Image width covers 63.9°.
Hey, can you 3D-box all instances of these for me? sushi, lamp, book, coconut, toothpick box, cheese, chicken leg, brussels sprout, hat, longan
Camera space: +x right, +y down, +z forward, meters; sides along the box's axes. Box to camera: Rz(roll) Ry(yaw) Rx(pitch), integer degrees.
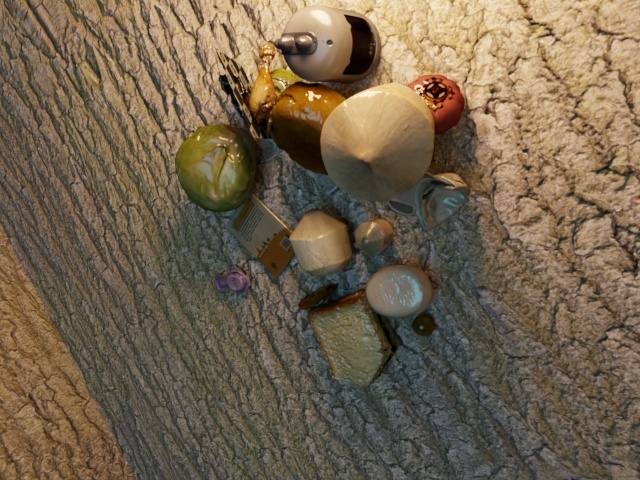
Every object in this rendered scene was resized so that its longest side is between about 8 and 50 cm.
[{"bbox_3d":[-0.268,-0.460,1.699,0.059,0.292,0.293,-21,95,11],"label":"sushi"},{"bbox_3d":[0.317,-0.382,1.465,0.182,0.140,0.181,-2,68,6],"label":"lamp"},{"bbox_3d":[-0.221,-0.022,1.976,0.295,0.020,0.208,44,122,11],"label":"book"},{"bbox_3d":[0.152,-0.252,1.313,0.329,0.329,0.328,10,110,28],"label":"coconut"},{"bbox_3d":[0.011,-0.565,1.485,0.229,0.316,0.228,10,110,29],"label":"toothpick box"},{"bbox_3d":[0.000,0.000,1.749,0.202,0.202,0.221,-9,106,32],"label":"coconut"},{"bbox_3d":[-0.362,0.170,2.109,0.191,0.042,0.105,-7,101,33],"label":"cheese"},{"bbox_3d":[-0.182,-0.516,1.660,0.107,0.087,0.251,-3,81,42],"label":"chicken leg"},{"bbox_3d":[-0.377,-0.263,1.865,0.328,0.247,0.327,4,106,13],"label":"brussels sprout"},{"bbox_3d":[0.313,-0.158,1.537,0.226,0.164,0.219,44,143,12],"label":"hat"},{"bbox_3d":[0.174,-0.011,1.684,0.116,0.122,0.116,10,111,29],"label":"coconut"},{"bbox_3d":[0.346,0.289,1.721,0.075,0.075,0.083,11,152,28],"label":"longan"}]

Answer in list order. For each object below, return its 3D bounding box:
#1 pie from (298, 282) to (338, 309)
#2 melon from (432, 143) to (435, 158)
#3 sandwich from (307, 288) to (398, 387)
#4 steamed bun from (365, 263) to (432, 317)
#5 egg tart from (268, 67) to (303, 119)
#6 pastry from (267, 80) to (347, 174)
[{"bbox_3d":[-0.019,0.213,1.894,0.191,0.088,0.033,-28,119,34],"label":"pie"},{"bbox_3d":[0.268,-0.238,1.594,0.210,0.064,0.117,-10,101,35],"label":"melon"},{"bbox_3d":[0.127,0.353,1.829,0.262,0.131,0.325,-25,90,33],"label":"sandwich"},{"bbox_3d":[0.262,0.165,1.685,0.228,0.131,0.177,-17,86,35],"label":"steamed bun"},{"bbox_3d":[-0.137,-0.485,1.741,0.197,0.078,0.197,10,110,29],"label":"egg tart"},{"bbox_3d":[-0.010,-0.337,1.589,0.356,0.163,0.356,28,159,11],"label":"pastry"}]
